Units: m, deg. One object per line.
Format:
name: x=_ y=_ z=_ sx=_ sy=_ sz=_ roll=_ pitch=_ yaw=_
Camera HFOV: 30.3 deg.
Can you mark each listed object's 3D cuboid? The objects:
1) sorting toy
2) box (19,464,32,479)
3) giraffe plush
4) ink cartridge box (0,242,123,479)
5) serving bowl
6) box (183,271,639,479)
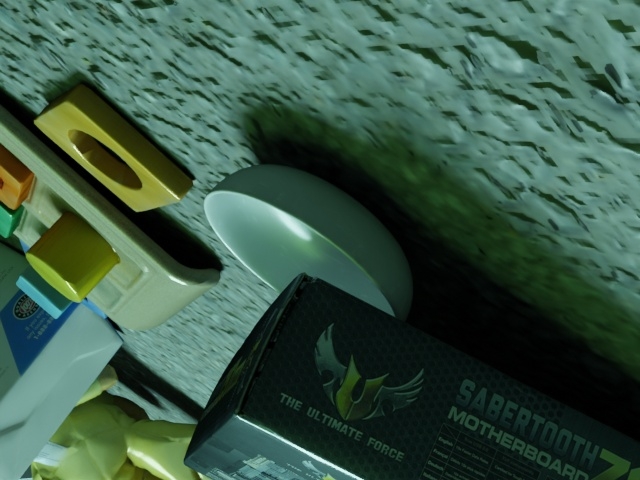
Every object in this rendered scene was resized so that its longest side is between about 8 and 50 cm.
sorting toy: x=-0.158 y=-0.011 z=0.623 sx=0.196 sy=0.047 sz=0.348 roll=38 pitch=160 yaw=-7
box: x=-0.294 y=0.219 z=1.213 sx=0.243 sy=0.076 sz=0.307 roll=-6 pitch=141 yaw=27
giraffe plush: x=-0.188 y=0.177 z=0.963 sx=0.210 sy=0.181 sz=0.170 roll=43 pitch=174 yaw=-22
ink cartridge box: x=-0.276 y=0.059 z=0.853 sx=0.231 sy=0.134 sz=0.078 roll=26 pitch=159 yaw=28
serving bowl: x=0.000 y=0.000 z=0.418 sx=0.083 sy=0.027 sz=0.083 roll=31 pitch=159 yaw=13
box: x=0.067 y=0.106 z=0.462 sx=0.233 sy=0.059 sz=0.183 roll=26 pitch=162 yaw=-3
